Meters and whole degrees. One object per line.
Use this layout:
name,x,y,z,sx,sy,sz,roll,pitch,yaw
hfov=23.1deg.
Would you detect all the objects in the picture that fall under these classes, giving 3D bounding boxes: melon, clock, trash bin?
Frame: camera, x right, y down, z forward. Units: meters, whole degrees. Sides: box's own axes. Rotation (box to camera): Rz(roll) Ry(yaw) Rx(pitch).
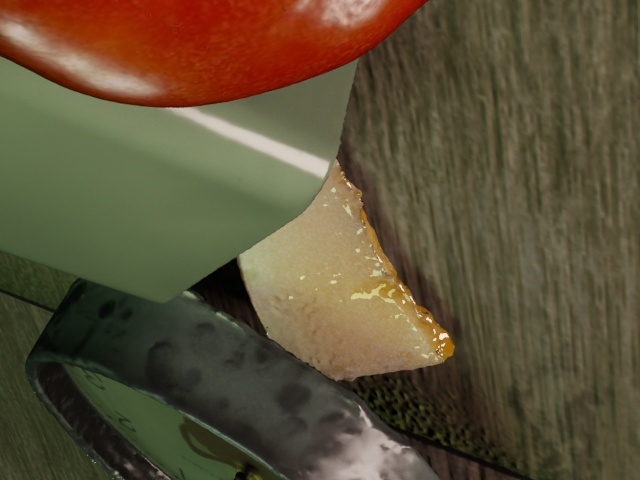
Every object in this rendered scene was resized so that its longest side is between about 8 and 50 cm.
melon,-0.005,0.002,0.880,0.098,0.054,0.182,-9,124,41
clock,-0.044,0.144,1.001,0.325,0.067,0.325,30,157,14
trash bin,-0.177,-0.105,0.728,0.343,0.158,0.223,26,150,-22

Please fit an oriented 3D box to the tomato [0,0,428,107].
tomato,-0.050,-0.199,0.538,0.298,0.299,0.226,92,161,-49
